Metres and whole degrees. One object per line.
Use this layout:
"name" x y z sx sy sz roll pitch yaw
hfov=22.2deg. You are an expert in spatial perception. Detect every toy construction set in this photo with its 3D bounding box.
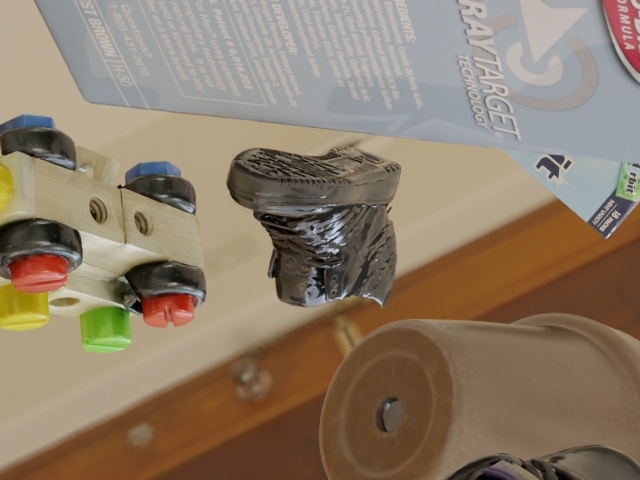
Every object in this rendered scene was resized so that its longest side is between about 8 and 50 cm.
"toy construction set" -0.194 0.004 0.927 0.327 0.215 0.151 -3 75 -58

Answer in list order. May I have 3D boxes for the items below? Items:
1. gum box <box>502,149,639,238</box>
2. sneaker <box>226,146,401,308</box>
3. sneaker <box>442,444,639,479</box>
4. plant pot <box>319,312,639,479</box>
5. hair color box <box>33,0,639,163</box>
"gum box" 0.281 -0.120 1.716 0.184 0.157 0.041 42 33 9
"sneaker" -0.002 -0.001 0.853 0.051 0.089 0.170 25 16 25
"sneaker" 0.097 0.153 0.786 0.107 0.283 0.124 43 -50 22
"plant pot" 0.127 0.166 1.278 0.229 0.263 0.263 22 30 -41
"hair color box" 0.069 -0.143 0.728 0.185 0.374 0.114 -61 146 -34
